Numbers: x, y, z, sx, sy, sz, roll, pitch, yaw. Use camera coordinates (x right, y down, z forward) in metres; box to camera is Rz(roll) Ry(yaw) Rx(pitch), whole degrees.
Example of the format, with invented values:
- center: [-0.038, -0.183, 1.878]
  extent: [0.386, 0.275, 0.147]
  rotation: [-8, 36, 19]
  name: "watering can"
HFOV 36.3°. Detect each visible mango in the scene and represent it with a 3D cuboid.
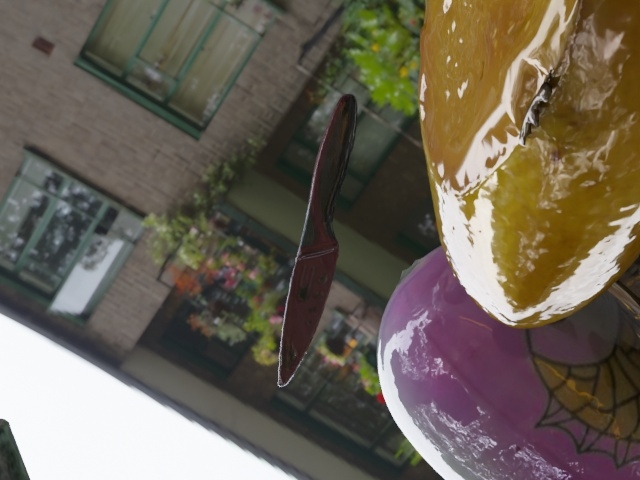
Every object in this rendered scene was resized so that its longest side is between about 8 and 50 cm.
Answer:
- center: [0.111, -0.075, 0.425]
  extent: [0.137, 0.257, 0.187]
  rotation: [1, -132, -1]
  name: "mango"

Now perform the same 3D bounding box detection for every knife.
- center: [0.000, 0.000, 0.804]
  extent: [0.035, 0.248, 0.018]
  rotation: [11, 178, 9]
  name: "knife"

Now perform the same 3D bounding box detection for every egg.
- center: [0.166, 0.112, 0.709]
  extent: [0.271, 0.196, 0.196]
  rotation: [37, -156, -10]
  name: "egg"

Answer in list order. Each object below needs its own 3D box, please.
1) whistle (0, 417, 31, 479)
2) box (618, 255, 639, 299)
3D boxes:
- center: [-0.347, 0.277, 0.791]
  extent: [0.405, 0.188, 0.168]
  rotation: [-44, -66, -81]
  name: "whistle"
- center: [0.406, 0.046, 0.902]
  extent: [0.143, 0.273, 0.184]
  rotation: [60, -147, -27]
  name: "box"
